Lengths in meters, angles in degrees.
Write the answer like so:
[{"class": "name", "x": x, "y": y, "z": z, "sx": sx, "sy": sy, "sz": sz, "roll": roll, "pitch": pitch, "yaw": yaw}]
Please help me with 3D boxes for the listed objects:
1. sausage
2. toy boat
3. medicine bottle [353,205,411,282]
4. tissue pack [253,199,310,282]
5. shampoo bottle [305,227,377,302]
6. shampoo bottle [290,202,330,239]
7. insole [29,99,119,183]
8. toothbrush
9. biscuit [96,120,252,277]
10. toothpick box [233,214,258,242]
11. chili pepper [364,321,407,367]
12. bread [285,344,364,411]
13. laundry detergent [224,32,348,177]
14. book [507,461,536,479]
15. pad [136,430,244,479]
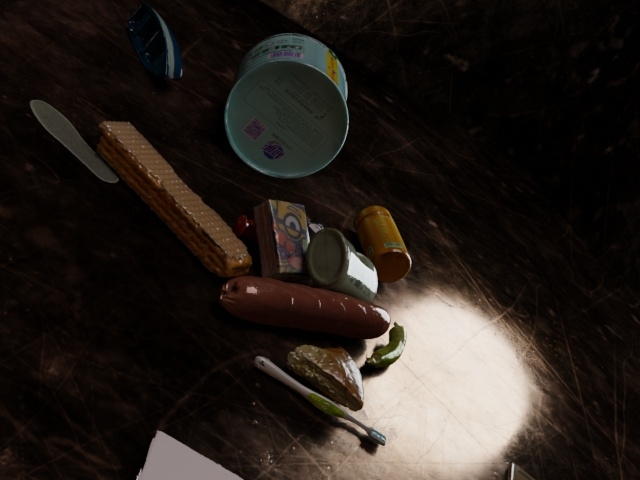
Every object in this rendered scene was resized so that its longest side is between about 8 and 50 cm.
[{"class": "sausage", "x": -0.006, "y": 0.126, "z": 1.474, "sx": 0.433, "sy": 0.088, "sz": 0.088, "roll": 14, "pitch": 33, "yaw": -45}, {"class": "toy boat", "x": -0.399, "y": -0.477, "z": 1.999, "sx": 0.062, "sy": 0.096, "sz": 0.299, "roll": 28, "pitch": 26, "yaw": -46}, {"class": "medicine bottle", "x": 0.143, "y": 0.007, "z": 1.907, "sx": 0.096, "sy": 0.096, "sz": 0.192, "roll": 26, "pitch": 26, "yaw": -28}, {"class": "tissue pack", "x": -0.070, "y": 0.003, "z": 1.567, "sx": 0.109, "sy": 0.060, "sz": 0.148, "roll": 7, "pitch": 70, "yaw": -50}, {"class": "shampoo bottle", "x": 0.054, "y": 0.067, "z": 1.616, "sx": 0.234, "sy": 0.087, "sz": 0.118, "roll": 40, "pitch": 41, "yaw": -61}, {"class": "shampoo bottle", "x": 0.000, "y": 0.000, "z": 1.754, "sx": 0.208, "sy": 0.063, "sz": 0.057, "roll": 43, "pitch": 33, "yaw": 4}, {"class": "insole", "x": -0.450, "y": -0.182, "z": 1.479, "sx": 0.232, "sy": 0.003, "sz": 0.080, "roll": 44, "pitch": 23, "yaw": 12}, {"class": "toothbrush", "x": 0.001, "y": 0.259, "z": 1.318, "sx": 0.263, "sy": 0.022, "sz": 0.026, "roll": 35, "pitch": 11, "yaw": -11}, {"class": "biscuit", "x": -0.270, "y": -0.075, "z": 1.481, "sx": 0.378, "sy": 0.054, "sz": 0.094, "roll": 45, "pitch": 21, "yaw": 14}, {"class": "toothpick box", "x": -0.129, "y": -0.018, "z": 1.604, "sx": 0.083, "sy": 0.047, "sz": 0.047, "roll": 23, "pitch": 28, "yaw": -33}, {"class": "chili pepper", "x": 0.132, "y": 0.215, "z": 1.573, "sx": 0.043, "sy": 0.048, "sz": 0.208, "roll": 9, "pitch": 19, "yaw": 18}, {"class": "bread", "x": 0.029, "y": 0.230, "z": 1.361, "sx": 0.154, "sy": 0.054, "sz": 0.136, "roll": 6, "pitch": 34, "yaw": -50}, {"class": "laundry detergent", "x": -0.076, "y": -0.340, "z": 1.975, "sx": 0.287, "sy": 0.287, "sz": 0.305, "roll": 33, "pitch": 24, "yaw": -15}, {"class": "book", "x": 0.390, "y": 0.497, "z": 1.468, "sx": 0.138, "sy": 0.016, "sz": 0.198, "roll": 40, "pitch": 22, "yaw": 2}, {"class": "pad", "x": -0.124, "y": 0.337, "z": 1.005, "sx": 0.232, "sy": 0.004, "sz": 0.156, "roll": 34, "pitch": 23, "yaw": -11}]
